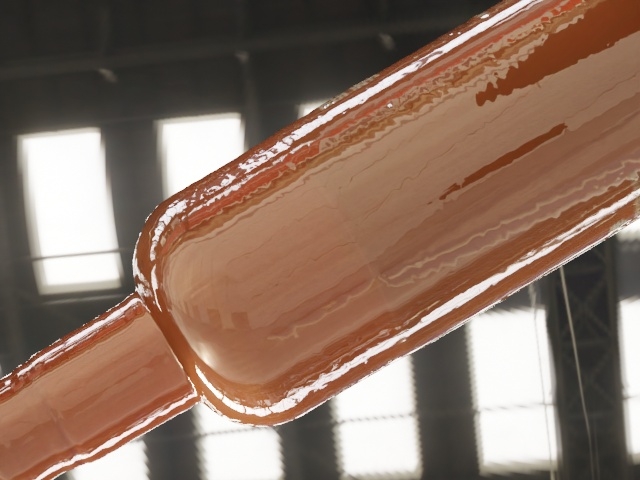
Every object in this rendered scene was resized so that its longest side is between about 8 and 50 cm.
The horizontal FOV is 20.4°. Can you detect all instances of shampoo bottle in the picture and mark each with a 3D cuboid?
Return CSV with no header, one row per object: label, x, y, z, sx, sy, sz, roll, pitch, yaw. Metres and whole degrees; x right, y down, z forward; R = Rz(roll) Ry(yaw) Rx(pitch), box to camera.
shampoo bottle,0.001,0.002,0.549,0.244,0.085,0.085,-28,-92,-7
